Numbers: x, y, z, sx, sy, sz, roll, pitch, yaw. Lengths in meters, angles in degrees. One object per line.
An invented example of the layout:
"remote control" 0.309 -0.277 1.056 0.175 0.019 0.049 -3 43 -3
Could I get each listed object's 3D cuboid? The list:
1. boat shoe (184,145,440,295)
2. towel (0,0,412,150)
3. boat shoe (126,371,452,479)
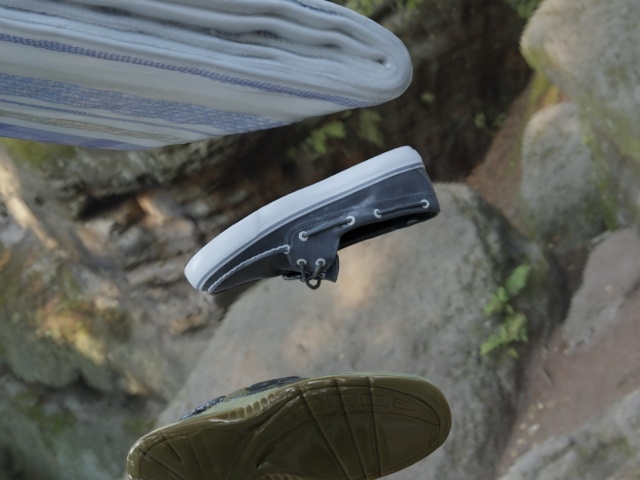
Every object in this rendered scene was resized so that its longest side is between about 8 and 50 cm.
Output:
"boat shoe" 0.000 0.000 0.971 0.228 0.076 0.080 -26 -15 -18
"towel" -0.120 -0.070 0.450 0.209 0.034 0.285 7 -3 -28
"boat shoe" -0.015 0.086 0.537 0.152 0.056 0.049 -11 14 8
